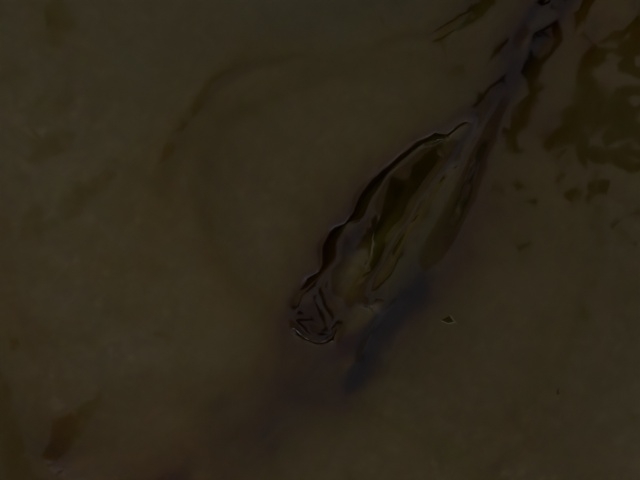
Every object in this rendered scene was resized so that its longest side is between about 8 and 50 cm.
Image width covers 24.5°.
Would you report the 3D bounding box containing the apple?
[{"bbox_3d":[0.000,0.000,0.453,0.365,0.295,0.329,-55,-24,-3],"label":"apple"}]
